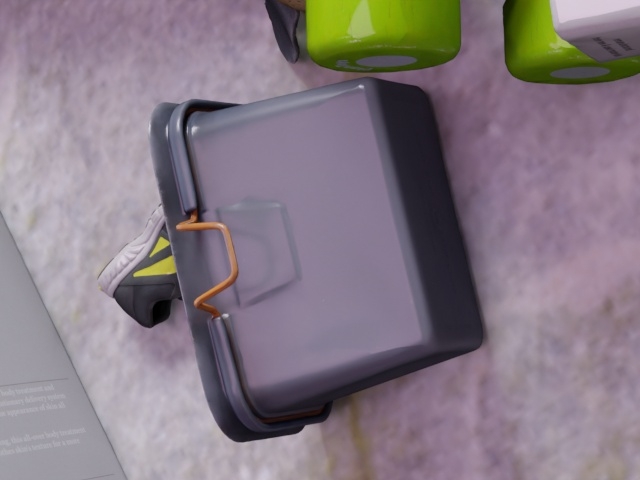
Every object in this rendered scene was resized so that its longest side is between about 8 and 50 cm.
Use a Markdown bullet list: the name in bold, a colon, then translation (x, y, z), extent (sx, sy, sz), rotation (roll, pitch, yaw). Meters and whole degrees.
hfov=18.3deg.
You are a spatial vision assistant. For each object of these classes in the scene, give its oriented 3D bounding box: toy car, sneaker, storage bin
- **toy car**: translation (0.023, -0.127, 0.732), extent (0.188, 0.149, 0.155), rotation (166, 103, -64)
- **sneaker**: translation (-0.058, 0.005, 0.837), extent (0.035, 0.031, 0.083), rotation (50, 124, 9)
- **storage bin**: translation (0.000, 0.000, 0.756), extent (0.091, 0.098, 0.135), rotation (-17, 82, 25)

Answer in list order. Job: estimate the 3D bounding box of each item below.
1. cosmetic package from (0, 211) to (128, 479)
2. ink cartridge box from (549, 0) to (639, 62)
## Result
- **cosmetic package**: translation (-0.193, 0.048, 0.877), extent (0.107, 0.127, 0.238), rotation (-42, 66, 31)
- **ink cartridge box**: translation (0.163, -0.145, 0.587), extent (0.203, 0.086, 0.148), rotation (-10, 87, 16)
